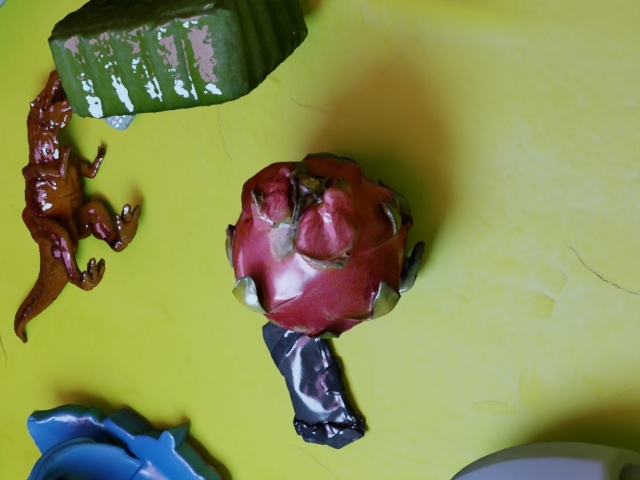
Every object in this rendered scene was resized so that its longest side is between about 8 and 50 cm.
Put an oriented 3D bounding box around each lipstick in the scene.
[{"bbox_3d":[-0.226,-0.188,1.762,0.037,0.037,0.116,46,122,8],"label":"lipstick"}]

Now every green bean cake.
[{"bbox_3d":[-0.153,-0.232,1.583,0.248,0.222,0.125,-1,116,26],"label":"green bean cake"}]

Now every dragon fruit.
[{"bbox_3d":[0.001,0.003,1.577,0.224,0.227,0.224,0,87,1],"label":"dragon fruit"}]

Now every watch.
[{"bbox_3d":[-0.309,0.354,1.881,0.305,0.274,0.241,37,125,8],"label":"watch"}]

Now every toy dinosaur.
[{"bbox_3d":[-0.336,-0.001,1.866,0.208,0.097,0.432,30,120,35],"label":"toy dinosaur"}]

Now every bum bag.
[{"bbox_3d":[-0.014,0.172,1.763,0.087,0.049,0.197,-16,99,30],"label":"bum bag"}]

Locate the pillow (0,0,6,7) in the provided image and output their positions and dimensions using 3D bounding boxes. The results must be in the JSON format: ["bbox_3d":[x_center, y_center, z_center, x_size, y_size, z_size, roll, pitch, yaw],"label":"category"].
[{"bbox_3d":[-0.497,-0.358,1.771,0.312,0.119,0.310,-42,70,24],"label":"pillow"}]

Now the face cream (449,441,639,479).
[{"bbox_3d":[0.247,0.383,1.578,0.357,0.219,0.312,-36,90,40],"label":"face cream"}]
